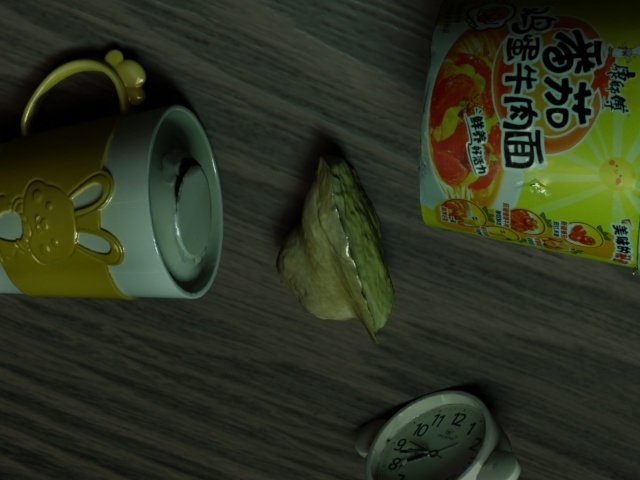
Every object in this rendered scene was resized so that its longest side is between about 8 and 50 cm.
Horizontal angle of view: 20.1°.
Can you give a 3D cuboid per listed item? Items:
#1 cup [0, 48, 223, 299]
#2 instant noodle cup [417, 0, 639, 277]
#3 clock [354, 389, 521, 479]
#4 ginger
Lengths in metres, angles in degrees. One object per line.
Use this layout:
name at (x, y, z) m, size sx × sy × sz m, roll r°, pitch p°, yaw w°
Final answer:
cup at (-0.221, -0.056, 1.716) m, size 0.226 × 0.185 × 0.241 m, roll -6°, pitch 97°, yaw 18°
instant noodle cup at (0.198, -0.103, 1.568) m, size 0.200 × 0.264 × 0.264 m, roll 6°, pitch 132°, yaw 10°
clock at (0.127, 0.239, 1.933) m, size 0.229 × 0.155 × 0.063 m, roll 6°, pitch 143°, yaw 47°
ginger at (0.001, -0.003, 1.771) m, size 0.122 × 0.115 × 0.193 m, roll 1°, pitch 122°, yaw 27°
